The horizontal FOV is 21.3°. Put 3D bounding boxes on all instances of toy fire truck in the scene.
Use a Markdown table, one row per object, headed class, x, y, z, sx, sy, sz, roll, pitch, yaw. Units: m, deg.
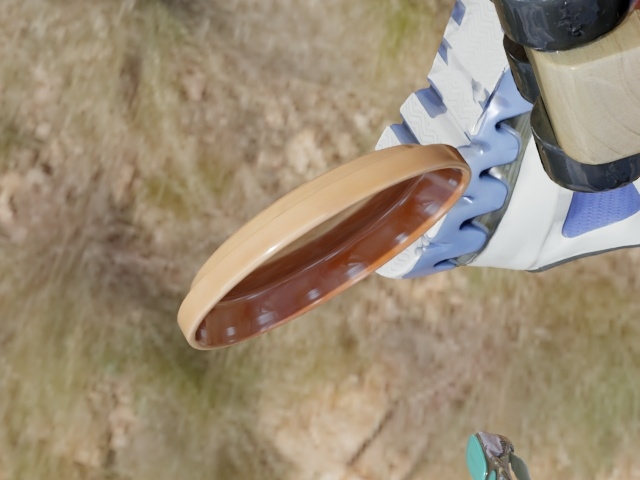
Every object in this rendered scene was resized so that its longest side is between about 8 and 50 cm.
| class | x | y | z | sx | sy | sz | roll | pitch | yaw |
| --- | --- | --- | --- | --- | --- | --- | --- | --- | --- |
| toy fire truck | 0.186 | -0.168 | 0.762 | 0.246 | 0.217 | 0.158 | -17 | 133 | 7 |

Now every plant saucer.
| class | x | y | z | sx | sy | sz | roll | pitch | yaw |
| --- | --- | --- | --- | --- | --- | --- | --- | --- | --- |
| plant saucer | 0.000 | 0.000 | 0.430 | 0.083 | 0.083 | 0.013 | -43 | 73 | 42 |

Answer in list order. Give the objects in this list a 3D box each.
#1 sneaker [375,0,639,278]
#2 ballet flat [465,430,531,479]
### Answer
| class | x | y | z | sx | sy | sz | roll | pitch | yaw |
| --- | --- | --- | --- | --- | --- | --- | --- | --- | --- |
| sneaker | 0.168 | -0.096 | 1.064 | 0.182 | 0.127 | 0.315 | 11 | 126 | -31 |
| ballet flat | 0.117 | 0.157 | 1.078 | 0.041 | 0.114 | 0.041 | 0 | 114 | 0 |
